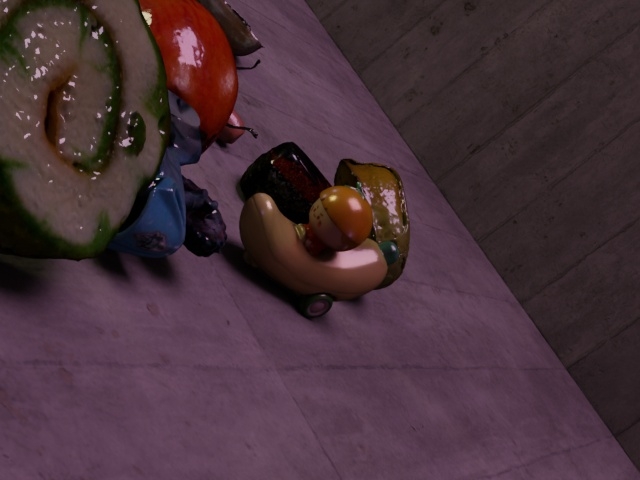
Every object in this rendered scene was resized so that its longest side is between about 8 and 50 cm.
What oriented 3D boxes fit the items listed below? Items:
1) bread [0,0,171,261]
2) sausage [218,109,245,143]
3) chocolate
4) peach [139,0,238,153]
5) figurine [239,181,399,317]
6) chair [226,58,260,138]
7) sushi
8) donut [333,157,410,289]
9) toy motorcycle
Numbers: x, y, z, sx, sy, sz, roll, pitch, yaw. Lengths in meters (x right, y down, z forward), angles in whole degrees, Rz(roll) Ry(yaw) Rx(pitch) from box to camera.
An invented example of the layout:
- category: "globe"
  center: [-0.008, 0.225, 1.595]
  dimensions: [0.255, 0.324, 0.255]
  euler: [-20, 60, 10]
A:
- category: "bread"
  center: [-0.316, -0.165, 1.163]
  dimensions: [0.382, 0.129, 0.366]
  euler: [20, 71, -56]
- category: "sausage"
  center: [-0.208, -0.255, 2.086]
  dimensions: [0.154, 0.062, 0.062]
  euler: [50, 16, -3]
- category: "chocolate"
  center: [-0.247, -0.524, 2.536]
  dimensions: [0.261, 0.083, 0.161]
  euler: [49, -1, -9]
- category: "peach"
  center: [-0.243, -0.242, 1.662]
  dimensions: [0.281, 0.238, 0.280]
  euler: [167, -90, -70]
- category: "figurine"
  center: [0.000, 0.000, 1.808]
  dimensions: [0.324, 0.222, 0.124]
  euler: [35, 25, -46]
- category: "chair"
  center: [-0.223, -0.280, 1.978]
  dimensions: [0.213, 0.149, 0.174]
  euler: [27, 28, 35]
- category: "sushi"
  center: [-0.048, -0.079, 2.043]
  dimensions: [0.225, 0.126, 0.136]
  euler: [48, 14, -33]
- category: "donut"
  center: [0.104, -0.029, 2.131]
  dimensions: [0.272, 0.107, 0.271]
  euler: [174, -90, -79]
- category: "toy motorcycle"
  center: [-0.277, -0.130, 1.433]
  dimensions: [0.416, 0.172, 0.232]
  euler: [52, 18, -7]
